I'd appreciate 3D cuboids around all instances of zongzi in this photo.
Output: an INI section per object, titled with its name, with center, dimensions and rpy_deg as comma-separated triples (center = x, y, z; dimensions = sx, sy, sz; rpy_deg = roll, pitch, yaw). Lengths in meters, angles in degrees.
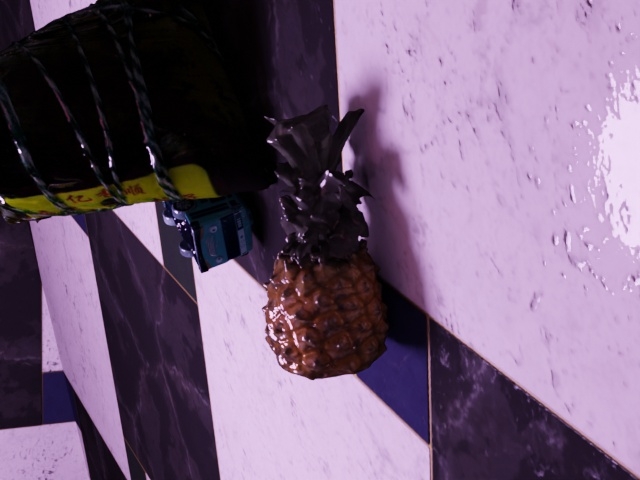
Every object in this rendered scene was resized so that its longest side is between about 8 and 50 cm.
[zongzi]
center = -0.286, -0.144, 1.190
dimensions = 0.319, 0.383, 0.362
rpy_deg = 66, -169, 12

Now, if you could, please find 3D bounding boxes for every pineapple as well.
[pineapple]
center = -0.001, 0.000, 1.016
dimensions = 0.128, 0.128, 0.248
rpy_deg = 27, 125, 60

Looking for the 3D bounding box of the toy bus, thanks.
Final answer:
[toy bus]
center = -0.143, -0.040, 1.338
dimensions = 0.160, 0.092, 0.079
rpy_deg = -125, 21, -48
